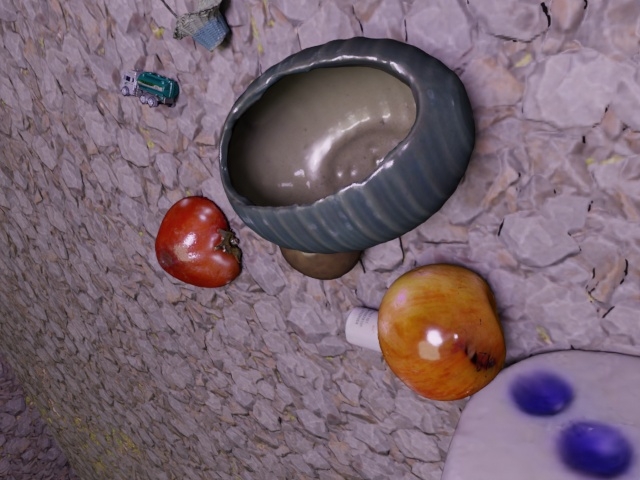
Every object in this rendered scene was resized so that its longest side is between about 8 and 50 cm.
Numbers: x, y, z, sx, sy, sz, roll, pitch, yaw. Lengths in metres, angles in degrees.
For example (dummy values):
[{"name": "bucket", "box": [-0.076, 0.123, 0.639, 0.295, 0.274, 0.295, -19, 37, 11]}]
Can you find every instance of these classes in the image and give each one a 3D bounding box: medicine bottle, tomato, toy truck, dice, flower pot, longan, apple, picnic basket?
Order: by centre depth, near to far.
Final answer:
[{"name": "dice", "box": [0.267, 0.280, 0.445, 0.251, 0.259, 0.243, -3, 118, 38]}, {"name": "flower pot", "box": [0.019, -0.083, 0.447, 0.243, 0.157, 0.189, -9, 86, 27]}, {"name": "apple", "box": [0.134, 0.097, 0.510, 0.147, 0.146, 0.146, 19, 128, 27]}, {"name": "picnic basket", "box": [-0.142, -0.261, 0.544, 0.083, 0.065, 0.083, -14, 130, 47]}, {"name": "longan", "box": [0.000, 0.000, 0.583, 0.106, 0.106, 0.119, 38, 172, 11]}, {"name": "medicine bottle", "box": [0.080, 0.120, 0.624, 0.089, 0.052, 0.052, 9, 123, 33]}, {"name": "toy truck", "box": [-0.238, -0.213, 0.663, 0.083, 0.039, 0.044, 25, 113, 21]}, {"name": "tomato", "box": [-0.202, 0.018, 0.747, 0.139, 0.091, 0.159, 5, 122, 37]}]
